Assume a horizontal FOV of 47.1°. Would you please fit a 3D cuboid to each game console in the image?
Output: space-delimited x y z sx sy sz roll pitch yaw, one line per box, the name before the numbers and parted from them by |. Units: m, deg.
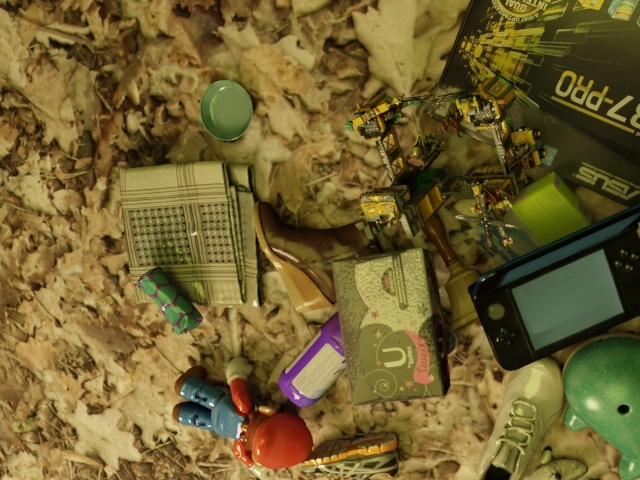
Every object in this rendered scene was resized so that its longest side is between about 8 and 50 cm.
game console | 0.398 0.079 1.148 0.293 0.173 0.250 -24 106 3

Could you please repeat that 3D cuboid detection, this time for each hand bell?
hand bell | 0.235 0.032 1.330 0.126 0.126 0.242 -33 74 23

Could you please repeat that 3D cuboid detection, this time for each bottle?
bottle | 0.037 0.197 1.414 0.092 0.118 0.283 44 110 12

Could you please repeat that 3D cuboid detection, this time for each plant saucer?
plant saucer | -0.185 -0.261 1.469 0.119 0.021 0.119 4 102 20

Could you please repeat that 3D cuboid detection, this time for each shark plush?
shark plush | 0.418 0.460 1.349 0.067 0.073 0.161 26 106 -16

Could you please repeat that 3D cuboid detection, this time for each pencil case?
pencil case | -0.316 0.128 1.529 0.070 0.064 0.152 -40 86 13

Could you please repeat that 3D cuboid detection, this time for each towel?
towel | -0.274 -0.008 1.534 0.324 0.056 0.312 0 100 21

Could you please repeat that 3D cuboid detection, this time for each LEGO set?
LEGO set | 0.171 -0.119 1.194 0.331 0.192 0.255 8 128 37

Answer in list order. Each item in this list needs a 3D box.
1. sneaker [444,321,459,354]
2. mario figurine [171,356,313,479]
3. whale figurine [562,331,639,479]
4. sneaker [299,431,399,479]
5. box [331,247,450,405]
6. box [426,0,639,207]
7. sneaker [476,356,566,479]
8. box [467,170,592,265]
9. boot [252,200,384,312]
sneaker | 0.154 0.230 1.384 0.223 0.098 0.083 -38 85 23
mario figurine | -0.149 0.374 1.542 0.320 0.170 0.198 17 142 28
whale figurine | 0.516 0.292 1.227 0.216 0.141 0.272 -19 100 20
sneaker | 0.059 0.447 1.473 0.215 0.084 0.083 -15 99 22
box | 0.125 0.144 1.255 0.163 0.142 0.247 -9 85 14
box | 0.407 -0.270 1.164 0.395 0.097 0.318 28 124 15
sneaker | 0.357 0.345 1.309 0.111 0.129 0.297 20 105 19
box | 0.354 -0.030 1.248 0.109 0.042 0.178 44 132 -16
boot | 0.000 0.000 1.427 0.207 0.090 0.248 -27 88 12
